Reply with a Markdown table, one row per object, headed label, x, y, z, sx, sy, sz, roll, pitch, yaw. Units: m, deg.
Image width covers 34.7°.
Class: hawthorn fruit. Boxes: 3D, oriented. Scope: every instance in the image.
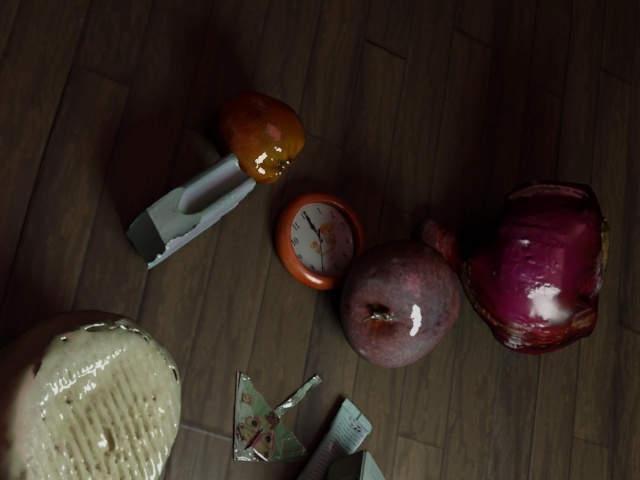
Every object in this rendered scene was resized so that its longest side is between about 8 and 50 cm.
| label | x | y | z | sx | sy | sz | roll | pitch | yaw |
| --- | --- | --- | --- | --- | --- | --- | --- | --- | --- |
| hawthorn fruit | -0.126 | -0.202 | 2.004 | 0.189 | 0.189 | 0.189 | 9 | 72 | -30 |

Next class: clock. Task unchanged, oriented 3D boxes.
| label | x | y | z | sx | sy | sz | roll | pitch | yaw |
| --- | --- | --- | --- | --- | --- | --- | --- | --- | --- |
| clock | 0.000 | 0.000 | 2.096 | 0.205 | 0.051 | 0.205 | 8 | 73 | -29 |

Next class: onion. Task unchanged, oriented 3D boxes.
| label | x | y | z | sx | sy | sz | roll | pitch | yaw |
| --- | --- | --- | --- | --- | --- | --- | --- | --- | --- |
| onion | 0.403 | 0.053 | 2.206 | 0.420 | 0.398 | 0.398 | 4 | 70 | 10 |

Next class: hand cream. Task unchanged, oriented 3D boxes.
| label | x | y | z | sx | sy | sz | roll | pitch | yaw |
| --- | --- | --- | --- | --- | --- | --- | --- | --- | --- |
| hand cream | -0.003 | 0.451 | 1.963 | 0.085 | 0.058 | 0.331 | 47 | 57 | -12 |

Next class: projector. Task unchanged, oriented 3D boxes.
| label | x | y | z | sx | sy | sz | roll | pitch | yaw |
| --- | --- | --- | --- | --- | --- | --- | --- | --- | --- |
| projector | 0.095 | 0.547 | 1.909 | 0.256 | 0.099 | 0.192 | 60 | 19 | -20 |

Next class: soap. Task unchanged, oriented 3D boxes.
| label | x | y | z | sx | sy | sz | roll | pitch | yaw |
| --- | --- | --- | --- | --- | --- | --- | --- | --- | --- |
| soap | -0.247 | -0.057 | 1.907 | 0.230 | 0.145 | 0.091 | -37 | 88 | -39 |

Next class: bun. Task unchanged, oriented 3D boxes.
| label | x | y | z | sx | sy | sz | roll | pitch | yaw |
| --- | --- | --- | --- | --- | --- | --- | --- | --- | --- |
| bun | -0.403 | 0.284 | 1.662 | 0.360 | 0.211 | 0.359 | 9 | 76 | -40 |

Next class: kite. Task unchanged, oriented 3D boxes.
| label | x | y | z | sx | sy | sz | roll | pitch | yaw |
| --- | --- | --- | --- | --- | --- | --- | --- | --- | --- |
| kite | -0.085 | 0.336 | 1.975 | 0.250 | 0.012 | 0.229 | -42 | 101 | -35 |

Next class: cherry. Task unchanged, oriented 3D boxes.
| label | x | y | z | sx | sy | sz | roll | pitch | yaw |
| --- | --- | --- | --- | --- | --- | --- | --- | --- | --- |
| cherry | 0.167 | 0.120 | 2.061 | 0.307 | 0.221 | 0.261 | -9 | 120 | -47 |
